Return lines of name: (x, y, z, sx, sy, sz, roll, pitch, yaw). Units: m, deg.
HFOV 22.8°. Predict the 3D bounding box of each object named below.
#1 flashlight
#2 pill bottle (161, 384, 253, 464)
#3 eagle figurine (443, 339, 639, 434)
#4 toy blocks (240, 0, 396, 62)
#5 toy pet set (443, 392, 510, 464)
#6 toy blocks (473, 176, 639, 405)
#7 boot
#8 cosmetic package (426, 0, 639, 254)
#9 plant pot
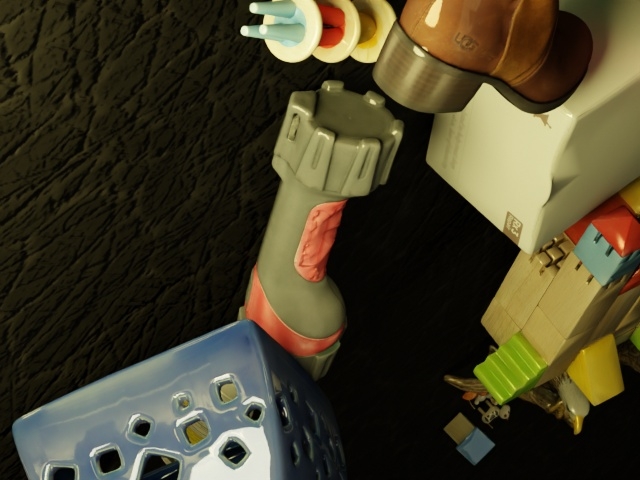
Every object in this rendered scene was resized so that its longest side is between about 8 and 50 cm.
flashlight: (0.000, 0.000, 1.375, 0.103, 0.103, 0.304, -26, 151, -35)
pill bottle: (-0.104, 0.170, 1.533, 0.065, 0.065, 0.116, -8, 138, -54)
eagle figurine: (0.326, 0.130, 1.972, 0.226, 0.225, 0.298, -16, 153, -30)
toy blocks: (0.014, -0.184, 1.154, 0.148, 0.054, 0.123, -8, 138, -54)
toy pet set: (0.232, 0.251, 2.223, 0.114, 0.065, 0.122, -45, 156, 2)
toy blocks: (0.342, -0.002, 1.659, 0.381, 0.191, 0.261, -23, 153, -31)
boot: (0.184, -0.232, 1.193, 0.264, 0.096, 0.280, -4, 136, -45)
cosmetic package: (0.295, -0.182, 1.498, 0.385, 0.156, 0.217, -32, 153, -25)
plant pot: (-0.095, 0.235, 1.366, 0.236, 0.212, 0.236, -24, 151, 7)
